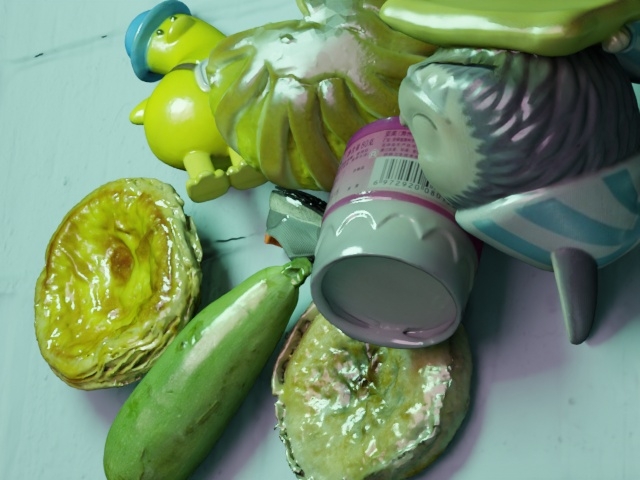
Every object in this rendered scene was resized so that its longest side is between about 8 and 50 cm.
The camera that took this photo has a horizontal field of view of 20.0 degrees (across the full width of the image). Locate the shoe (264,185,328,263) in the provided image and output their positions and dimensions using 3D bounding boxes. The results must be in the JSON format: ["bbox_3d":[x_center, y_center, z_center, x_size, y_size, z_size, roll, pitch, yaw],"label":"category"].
[{"bbox_3d":[0.001,0.001,2.119,0.194,0.074,0.077,32,105,47],"label":"shoe"}]

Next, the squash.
[{"bbox_3d":[-0.137,0.159,2.128,0.370,0.118,0.118,-54,48,18],"label":"squash"}]

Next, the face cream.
[{"bbox_3d":[0.088,-0.008,1.929,0.175,0.175,0.195,-16,41,36],"label":"face cream"}]

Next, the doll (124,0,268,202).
[{"bbox_3d":[-0.147,-0.186,2.286,0.199,0.145,0.363,-14,46,-7],"label":"doll"}]

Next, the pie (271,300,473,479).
[{"bbox_3d":[0.052,0.160,2.019,0.274,0.055,0.274,-16,63,36],"label":"pie"}]

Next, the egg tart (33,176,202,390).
[{"bbox_3d":[-0.239,0.059,2.271,0.294,0.116,0.295,-16,66,38],"label":"egg tart"}]

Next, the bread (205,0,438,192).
[{"bbox_3d":[0.025,-0.211,2.076,0.333,0.160,0.333,-9,67,21],"label":"bread"}]

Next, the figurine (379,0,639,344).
[{"bbox_3d":[0.256,-0.092,1.856,0.266,0.361,0.378,25,126,53],"label":"figurine"}]
